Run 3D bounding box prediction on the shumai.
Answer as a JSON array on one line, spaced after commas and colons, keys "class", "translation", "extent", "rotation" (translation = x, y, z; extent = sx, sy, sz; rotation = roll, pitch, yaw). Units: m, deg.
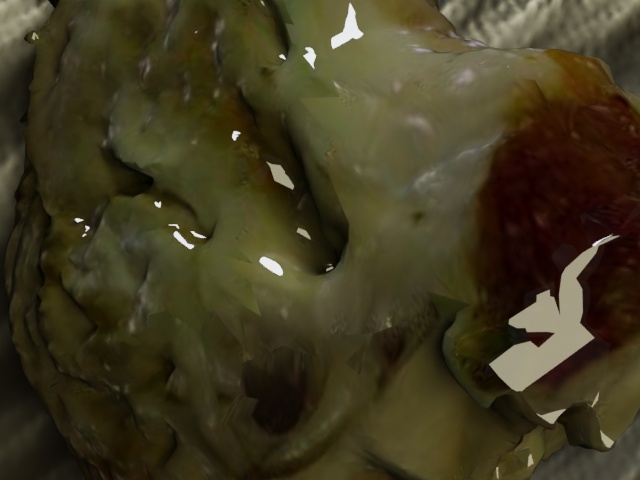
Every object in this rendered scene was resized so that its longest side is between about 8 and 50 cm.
[{"class": "shumai", "translation": [0.000, 0.000, 0.790], "extent": [0.217, 0.283, 0.346], "rotation": [5, 92, -22]}]
